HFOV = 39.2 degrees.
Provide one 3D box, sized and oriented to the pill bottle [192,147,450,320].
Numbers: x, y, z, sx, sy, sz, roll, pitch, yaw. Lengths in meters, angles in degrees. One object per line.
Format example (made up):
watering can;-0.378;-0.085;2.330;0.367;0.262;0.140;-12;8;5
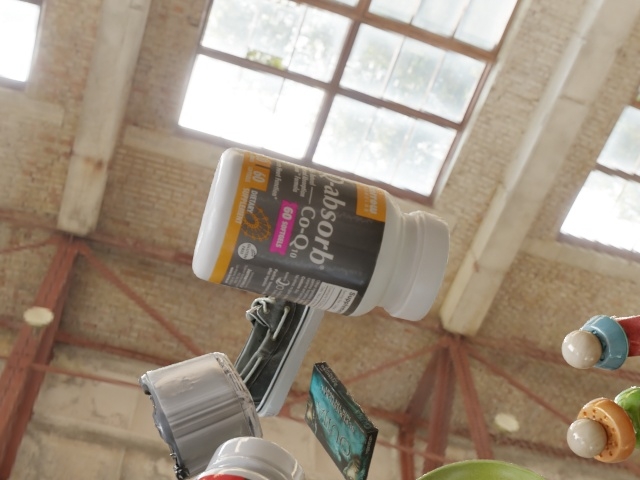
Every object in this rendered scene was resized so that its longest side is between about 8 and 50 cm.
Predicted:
pill bottle;0.000;0.000;1.067;0.279;0.162;0.162;14;-151;-10

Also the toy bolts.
toy bolts;0.468;0.223;1.376;0.159;0.218;0.228;-9;-99;-31

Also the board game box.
board game box;0.031;0.306;1.494;0.026;0.126;0.186;-6;-149;-27

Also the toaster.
toaster;-0.186;0.271;1.409;0.147;0.129;0.227;-21;-153;-14

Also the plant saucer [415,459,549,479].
plant saucer;0.168;0.347;0.927;0.241;0.037;0.240;-8;-127;11

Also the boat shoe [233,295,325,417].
boat shoe;-0.078;0.151;1.637;0.119;0.335;0.121;24;166;-19

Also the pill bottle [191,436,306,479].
pill bottle;-0.119;0.386;1.113;0.161;0.161;0.283;22;-147;3
